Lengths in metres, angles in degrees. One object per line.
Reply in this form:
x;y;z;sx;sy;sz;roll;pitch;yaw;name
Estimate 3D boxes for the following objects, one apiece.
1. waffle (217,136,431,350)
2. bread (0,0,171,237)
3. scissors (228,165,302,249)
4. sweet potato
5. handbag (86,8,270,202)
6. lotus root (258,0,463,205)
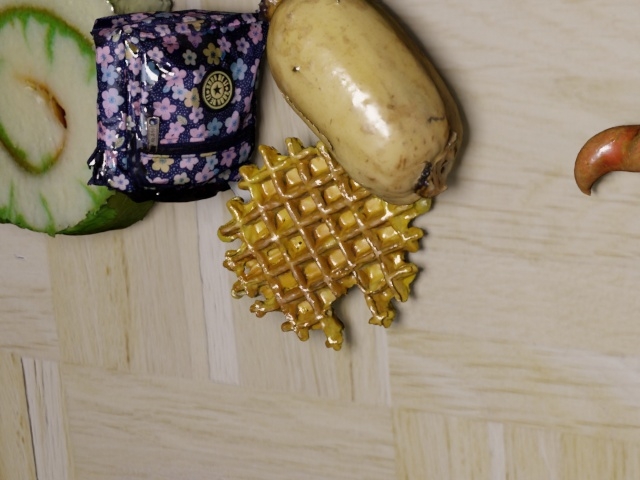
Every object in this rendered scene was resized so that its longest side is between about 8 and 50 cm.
0.000;0.000;2.023;0.231;0.051;0.229;24;113;13;waffle
-0.302;-0.195;2.156;0.366;0.129;0.382;54;127;14;bread
-0.045;-0.020;2.095;0.204;0.027;0.101;49;121;12;scissors
0.324;-0.097;1.793;0.202;0.058;0.055;-25;110;37;sweet potato
-0.153;-0.145;2.004;0.127;0.228;0.208;16;111;46;handbag
0.039;-0.165;1.909;0.146;0.160;0.284;-40;78;-5;lotus root
